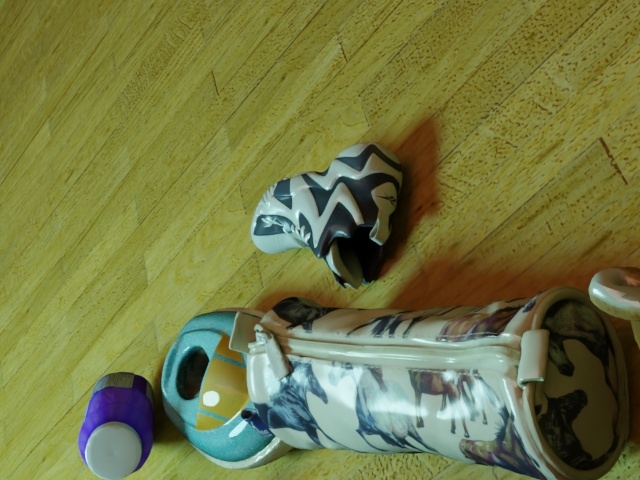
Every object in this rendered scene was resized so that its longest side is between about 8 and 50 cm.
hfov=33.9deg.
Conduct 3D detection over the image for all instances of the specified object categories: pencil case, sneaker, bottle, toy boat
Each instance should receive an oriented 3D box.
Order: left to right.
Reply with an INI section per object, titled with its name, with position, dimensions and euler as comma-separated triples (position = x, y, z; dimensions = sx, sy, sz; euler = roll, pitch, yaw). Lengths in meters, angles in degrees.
[bottle]
position = -0.266, 0.248, 1.380
dimensions = 0.283, 0.092, 0.118
euler = -165, 81, -81
[toy boat]
position = -0.127, 0.234, 1.251
dimensions = 0.267, 0.148, 0.318
euler = 3, 78, 53
[sneaker]
position = 0.000, 0.000, 1.231
dimensions = 0.235, 0.094, 0.153
euler = -24, 48, 34
[pencil case]
position = 0.092, 0.128, 0.984
dimensions = 0.410, 0.183, 0.160
euler = -6, 70, 50

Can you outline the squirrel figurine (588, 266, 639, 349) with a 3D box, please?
[squirrel figurine]
position = 0.287, 0.163, 0.651
dimensions = 0.397, 0.281, 0.370
euler = -55, 33, 17
